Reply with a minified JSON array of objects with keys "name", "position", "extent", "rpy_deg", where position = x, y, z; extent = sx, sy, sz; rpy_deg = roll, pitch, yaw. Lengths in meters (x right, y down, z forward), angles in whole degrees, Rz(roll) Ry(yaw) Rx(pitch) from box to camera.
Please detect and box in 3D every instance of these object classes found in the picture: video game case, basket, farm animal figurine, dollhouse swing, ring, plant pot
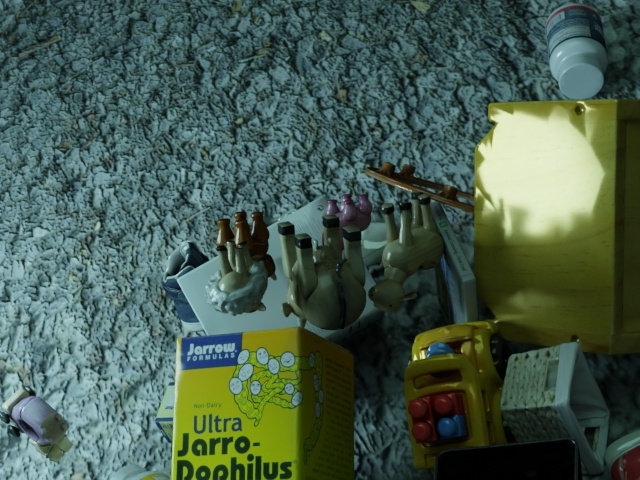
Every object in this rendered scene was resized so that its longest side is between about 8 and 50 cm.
[{"name":"video game case","position":[0.208,0.078,2.003],"extent":[0.023,0.212,0.193],"rpy_deg":[-14,40,-4]},{"name":"basket","position":[0.325,0.235,1.809],"extent":[0.103,0.167,0.113],"rpy_deg":[-8,43,27]},{"name":"farm animal figurine","position":[0.016,0.049,1.855],"extent":[0.330,0.172,0.327],"rpy_deg":[-6,12,3]},{"name":"dollhouse swing","position":[0.442,-0.031,1.912],"extent":[0.305,0.347,0.315],"rpy_deg":[-6,7,-44]},{"name":"ring","position":[0.234,-0.073,2.105],"extent":[0.336,0.336,0.032],"rpy_deg":[23,98,42]},{"name":"plant pot","position":[0.253,0.385,1.678],"extent":[0.188,0.167,0.187],"rpy_deg":[-8,42,18]}]

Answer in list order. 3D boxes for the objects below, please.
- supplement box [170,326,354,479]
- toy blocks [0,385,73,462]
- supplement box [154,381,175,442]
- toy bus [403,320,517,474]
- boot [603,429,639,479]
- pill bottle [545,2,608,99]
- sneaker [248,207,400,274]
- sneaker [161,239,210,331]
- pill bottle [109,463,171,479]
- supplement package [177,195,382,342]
[{"name":"supplement box","position":[-0.076,0.315,1.792],"extent":[0.194,0.195,0.356],"rpy_deg":[-7,72,21]},{"name":"toy blocks","position":[-0.400,0.432,1.878],"extent":[0.260,0.288,0.309],"rpy_deg":[14,50,42]},{"name":"supplement box","position":[-0.211,0.278,2.122],"extent":[0.083,0.056,0.083],"rpy_deg":[-5,44,23]},{"name":"toy bus","position":[0.177,0.217,1.817],"extent":[0.149,0.211,0.220],"rpy_deg":[-14,74,23]},{"name":"boot","position":[0.514,0.295,1.709],"extent":[0.244,0.088,0.176],"rpy_deg":[-32,40,5]},{"name":"pill bottle","position":[0.473,-0.345,2.409],"extent":[0.108,0.108,0.180],"rpy_deg":[-12,42,15]},{"name":"sneaker","position":[0.000,0.000,2.272],"extent":[0.292,0.118,0.110],"rpy_deg":[-4,42,21]},{"name":"sneaker","position":[-0.161,0.066,2.247],"extent":[0.226,0.163,0.086],"rpy_deg":[-15,39,10]},{"name":"pill bottle","position":[-0.242,0.409,1.957],"extent":[0.103,0.103,0.184],"rpy_deg":[-43,42,-20]},{"name":"supplement package","position":[-0.059,0.094,2.076],"extent":[0.263,0.198,0.199],"rpy_deg":[-30,81,-5]}]
